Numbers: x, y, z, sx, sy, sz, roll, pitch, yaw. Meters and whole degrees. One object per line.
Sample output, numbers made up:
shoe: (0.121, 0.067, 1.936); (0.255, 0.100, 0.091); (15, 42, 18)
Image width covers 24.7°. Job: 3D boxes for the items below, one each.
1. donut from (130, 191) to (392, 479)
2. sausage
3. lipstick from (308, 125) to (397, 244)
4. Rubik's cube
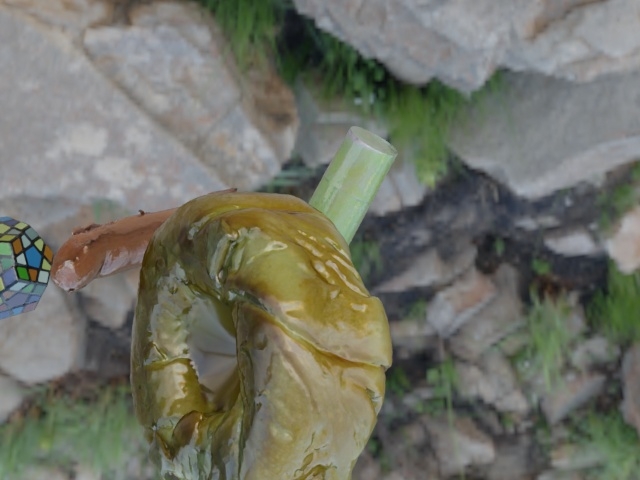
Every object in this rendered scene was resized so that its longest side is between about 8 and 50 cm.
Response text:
donut: (-0.069, 0.129, 1.538); (0.170, 0.360, 0.360); (-2, 144, -36)
sausage: (-0.203, -0.001, 1.733); (0.304, 0.078, 0.078); (-17, 155, -44)
lipstick: (0.000, 0.000, 1.877); (0.076, 0.076, 0.304); (21, 110, -22)
Rubik's cube: (-0.404, 0.034, 1.855); (0.112, 0.133, 0.133); (-19, 135, 31)
